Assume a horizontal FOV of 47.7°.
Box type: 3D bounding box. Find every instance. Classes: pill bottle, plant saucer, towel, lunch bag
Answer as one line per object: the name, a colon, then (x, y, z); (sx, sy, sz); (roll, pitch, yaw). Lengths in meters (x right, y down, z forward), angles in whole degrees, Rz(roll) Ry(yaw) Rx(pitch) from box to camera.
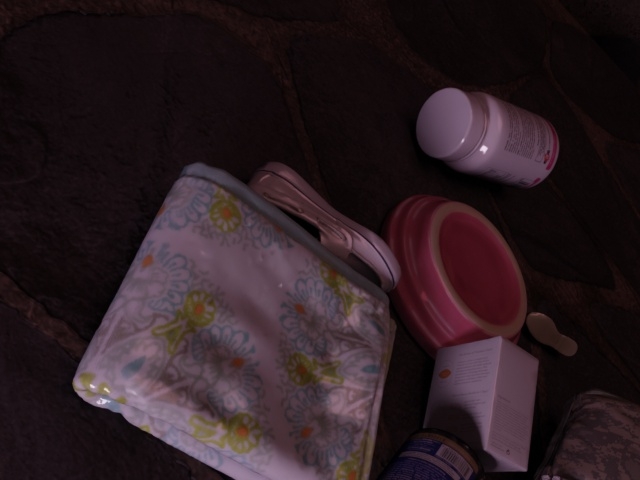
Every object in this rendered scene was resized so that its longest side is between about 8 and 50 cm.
pill bottle: (0.332, -0.203, 1.438); (0.283, 0.160, 0.161); (10, 59, -41)
plant saucer: (0.245, 0.061, 1.243); (0.332, 0.084, 0.332); (24, 51, -33)
towel: (-0.068, 0.121, 0.882); (0.374, 0.090, 0.321); (36, 47, -22)
pill bottle: (0.112, 0.344, 0.898); (0.123, 0.122, 0.219); (56, 42, -1)
lunch bag: (0.464, 0.406, 1.155); (0.256, 0.213, 0.305); (43, 39, 9)

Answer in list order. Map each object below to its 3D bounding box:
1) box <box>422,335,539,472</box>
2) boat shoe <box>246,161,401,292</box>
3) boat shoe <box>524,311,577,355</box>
box: (0.233, 0.242, 1.057); (0.091, 0.130, 0.171); (32, 58, -26)
boat shoe: (0.000, 0.000, 1.034); (0.267, 0.096, 0.088); (43, 47, -14)
boat shoe: (0.434, 0.176, 1.387); (0.137, 0.049, 0.043); (34, 3, -21)
